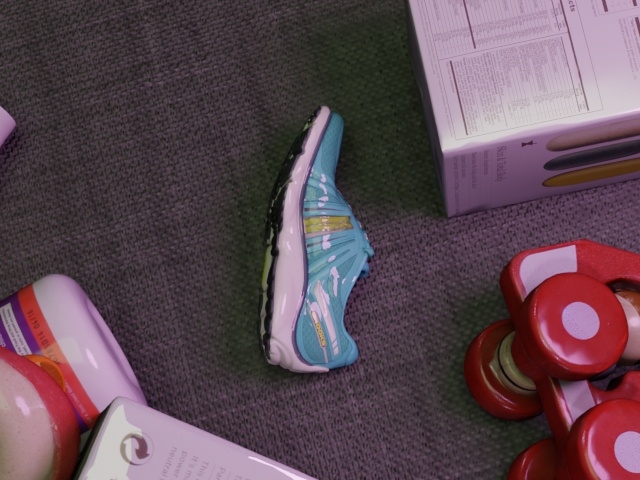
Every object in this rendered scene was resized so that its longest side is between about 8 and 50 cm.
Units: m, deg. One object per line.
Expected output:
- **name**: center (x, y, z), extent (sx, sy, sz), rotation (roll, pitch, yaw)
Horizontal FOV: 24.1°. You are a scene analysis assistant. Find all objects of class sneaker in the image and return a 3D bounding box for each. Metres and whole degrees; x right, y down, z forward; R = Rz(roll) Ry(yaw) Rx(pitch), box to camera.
- **sneaker**: center (0.000, 0.000, 1.530), extent (0.110, 0.107, 0.275), rotation (8, 77, -12)

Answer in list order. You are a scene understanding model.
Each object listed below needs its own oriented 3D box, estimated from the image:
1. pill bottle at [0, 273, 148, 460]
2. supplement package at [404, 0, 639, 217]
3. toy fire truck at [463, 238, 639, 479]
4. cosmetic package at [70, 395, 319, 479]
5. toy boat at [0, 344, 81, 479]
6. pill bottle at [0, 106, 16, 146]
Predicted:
- **pill bottle**: center (-0.341, 0.181, 1.449), extent (0.323, 0.181, 0.181), rotation (-30, 72, -4)
- **supplement package**: center (0.231, -0.166, 1.488), extent (0.263, 0.199, 0.198), rotation (-12, 72, 2)
- **toy fire truck**: center (0.297, 0.142, 1.422), extent (0.254, 0.169, 0.302), rotation (-10, 71, -22)
- **cosmetic package**: center (-0.006, 0.298, 1.286), extent (0.453, 0.230, 0.161), rotation (24, 77, -6)
- **toy boat**: center (-0.285, 0.138, 1.297), extent (0.231, 0.151, 0.151), rotation (24, 115, 37)
- **pill bottle**: center (-0.424, -0.064, 1.568), extent (0.121, 0.121, 0.221), rotation (33, 79, 15)
